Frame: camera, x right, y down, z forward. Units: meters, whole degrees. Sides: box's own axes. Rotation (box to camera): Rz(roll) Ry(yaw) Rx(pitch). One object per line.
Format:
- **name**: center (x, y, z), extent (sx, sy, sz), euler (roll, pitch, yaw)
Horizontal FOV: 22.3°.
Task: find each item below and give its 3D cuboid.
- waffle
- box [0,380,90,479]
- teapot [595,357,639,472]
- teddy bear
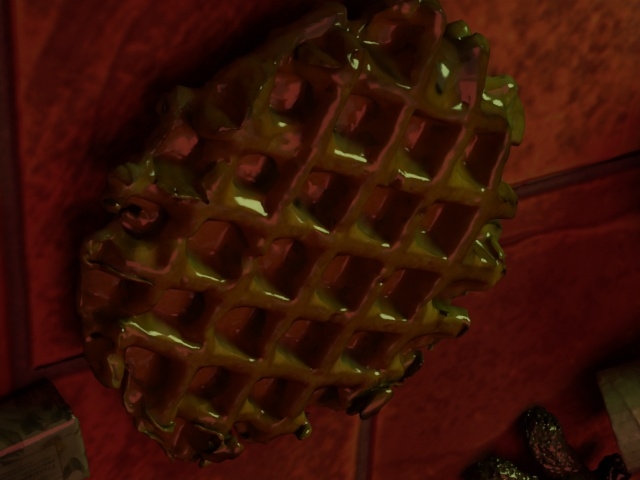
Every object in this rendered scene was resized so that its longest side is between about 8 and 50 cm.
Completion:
- **waffle**: center (0.000, 0.000, 1.011), extent (0.325, 0.068, 0.302), euler (-28, 132, -14)
- **box**: center (-0.193, 0.132, 0.987), extent (0.098, 0.045, 0.062), euler (-26, 133, -19)
- **teapot**: center (0.323, 0.123, 1.250), extent (0.200, 0.077, 0.107), euler (-19, 109, 8)
- **teddy bear**: center (0.195, 0.207, 1.282), extent (0.119, 0.078, 0.160), euler (-46, 133, -3)
